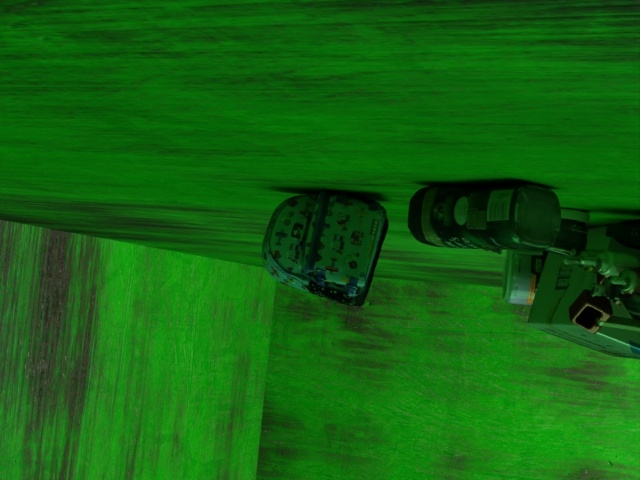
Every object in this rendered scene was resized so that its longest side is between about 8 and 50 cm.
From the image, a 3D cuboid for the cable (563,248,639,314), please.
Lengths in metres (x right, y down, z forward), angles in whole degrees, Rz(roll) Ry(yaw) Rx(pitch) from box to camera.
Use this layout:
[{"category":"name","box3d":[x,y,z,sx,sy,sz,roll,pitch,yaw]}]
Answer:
[{"category":"cable","box3d":[0.479,0.045,1.580,0.287,0.072,0.139,-5,-158,-28]}]

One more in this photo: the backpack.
[{"category":"backpack","box3d":[0.000,0.000,1.673,0.173,0.158,0.117,17,169,8]}]

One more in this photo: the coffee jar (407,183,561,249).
[{"category":"coffee jar","box3d":[0.199,-0.029,1.433,0.096,0.079,0.184,9,175,-41]}]

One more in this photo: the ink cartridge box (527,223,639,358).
[{"category":"ink cartridge box","box3d":[0.462,0.086,1.815,0.171,0.168,0.232,21,174,-9]}]

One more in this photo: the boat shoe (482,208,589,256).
[{"category":"boat shoe","box3d":[0.259,-0.014,1.617,0.227,0.069,0.081,5,176,12]}]

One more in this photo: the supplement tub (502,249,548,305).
[{"category":"supplement tub","box3d":[0.453,0.072,2.230,0.190,0.117,0.117,5,176,4]}]

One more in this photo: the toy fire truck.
[{"category":"toy fire truck","box3d":[0.444,0.088,1.628,0.192,0.135,0.047,20,132,-10]}]

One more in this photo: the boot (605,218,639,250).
[{"category":"boot","box3d":[0.534,0.002,1.501,0.263,0.091,0.229,11,180,-12]}]
